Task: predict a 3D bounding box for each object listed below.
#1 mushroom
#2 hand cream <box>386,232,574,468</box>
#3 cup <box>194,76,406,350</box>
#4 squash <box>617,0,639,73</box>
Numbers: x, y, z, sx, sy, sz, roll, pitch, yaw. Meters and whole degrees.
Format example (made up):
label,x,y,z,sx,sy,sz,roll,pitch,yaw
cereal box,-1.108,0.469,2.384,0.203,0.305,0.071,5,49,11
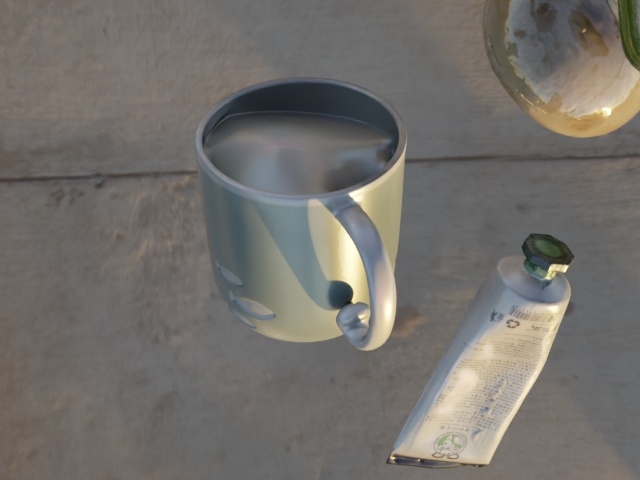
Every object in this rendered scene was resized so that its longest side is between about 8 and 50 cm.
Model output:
label,x,y,z,sx,sy,sz,roll,pitch,yaw
mushroom,0.277,-0.224,1.229,0.226,0.178,0.226,14,67,-37
hand cream,0.178,0.136,1.159,0.121,0.076,0.336,11,127,-13
cup,0.000,0.000,1.381,0.259,0.356,0.274,-18,135,-19
squash,0.218,-0.193,0.733,0.052,0.052,0.183,-23,115,-6
